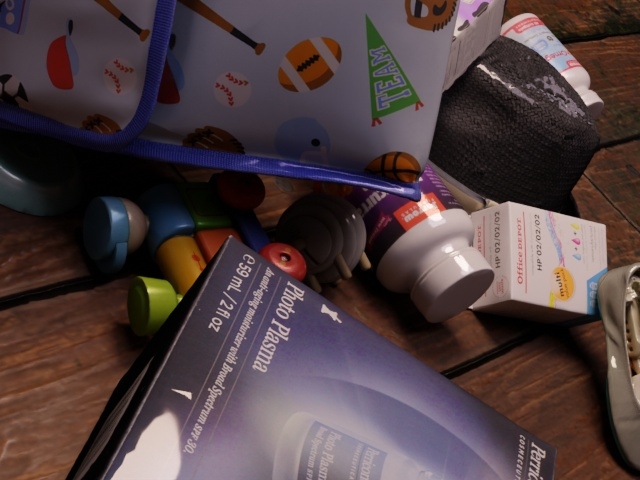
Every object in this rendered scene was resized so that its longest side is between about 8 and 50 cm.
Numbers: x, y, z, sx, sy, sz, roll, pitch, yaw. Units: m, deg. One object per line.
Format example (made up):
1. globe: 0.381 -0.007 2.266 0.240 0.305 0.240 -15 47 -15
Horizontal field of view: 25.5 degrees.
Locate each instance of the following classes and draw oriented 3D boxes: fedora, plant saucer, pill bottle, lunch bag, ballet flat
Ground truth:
1. fedora: 0.189 -0.134 1.569 0.334 0.152 0.334 28 31 -19
2. plant saucer: -0.251 -0.071 1.193 0.119 0.021 0.119 25 34 -18
3. pill bottle: 0.081 -0.018 1.367 0.108 0.108 0.193 -6 51 -48
4. lunch bag: -0.080 -0.225 1.159 0.385 0.327 0.239 11 11 -5
5. pill bottle: 0.295 -0.215 1.847 0.087 0.087 0.160 -8 54 -49
6. ballet flat: 0.319 0.120 1.399 0.072 0.068 0.213 18 58 -37

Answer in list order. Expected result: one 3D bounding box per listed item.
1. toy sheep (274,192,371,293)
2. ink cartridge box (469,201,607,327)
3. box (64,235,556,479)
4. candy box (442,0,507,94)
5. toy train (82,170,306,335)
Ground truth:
1. toy sheep: 0.000 0.000 1.290 0.091 0.091 0.132 42 14 8
2. ink cartridge box: 0.212 0.024 1.446 0.181 0.061 0.104 11 71 -35
3. box: -0.016 0.198 0.931 0.294 0.183 0.296 34 32 -8
4. candy box: 0.074 -0.220 1.444 0.165 0.070 0.196 26 47 20
5. toy train: -0.088 0.054 1.129 0.143 0.105 0.248 -3 49 -33
